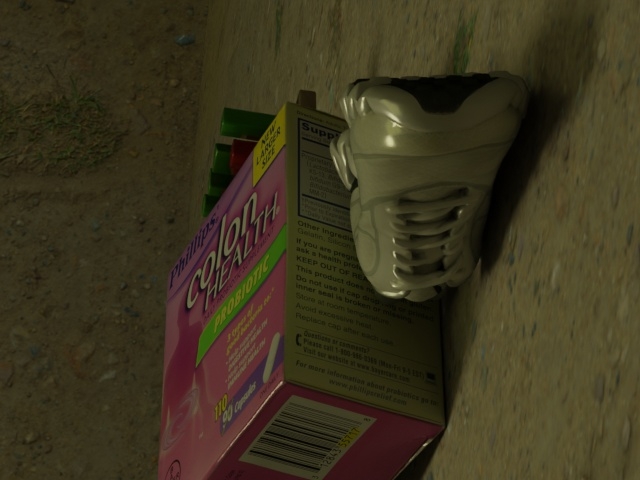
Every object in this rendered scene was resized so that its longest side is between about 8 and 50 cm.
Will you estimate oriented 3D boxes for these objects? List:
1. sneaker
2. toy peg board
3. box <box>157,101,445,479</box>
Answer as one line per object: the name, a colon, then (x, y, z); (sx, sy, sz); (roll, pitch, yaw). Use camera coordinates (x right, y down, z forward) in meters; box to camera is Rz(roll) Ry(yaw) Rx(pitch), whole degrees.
sneaker: (0.064, -0.028, 1.162); (0.292, 0.110, 0.118); (96, 172, -82)
toy peg board: (-0.056, -0.021, 1.687); (0.161, 0.079, 0.161); (106, 168, -47)
box: (-0.018, 0.070, 1.373); (0.213, 0.117, 0.243); (-52, 28, 44)
